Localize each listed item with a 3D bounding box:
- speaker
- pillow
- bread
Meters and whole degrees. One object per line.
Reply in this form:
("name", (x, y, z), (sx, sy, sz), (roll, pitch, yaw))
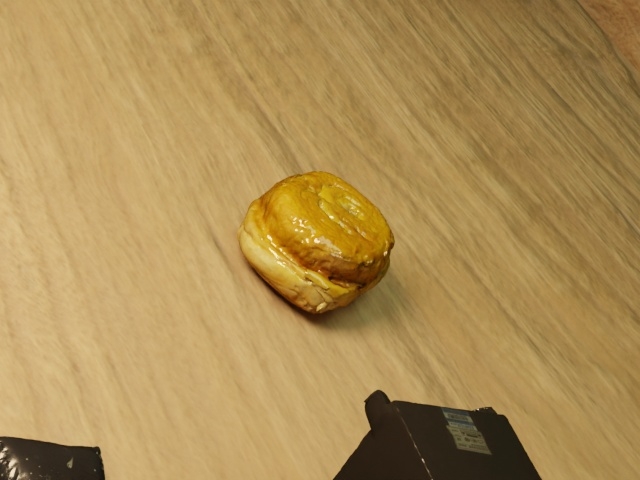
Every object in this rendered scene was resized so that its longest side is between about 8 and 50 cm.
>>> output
("speaker", (0.120, 0.328, 1.547), (0.184, 0.232, 0.254), (14, 33, -33))
("pillow", (-0.248, 0.280, 1.408), (0.141, 0.055, 0.208), (15, 36, -42))
("bread", (-0.002, -0.002, 1.979), (0.198, 0.120, 0.236), (41, 30, 11))
